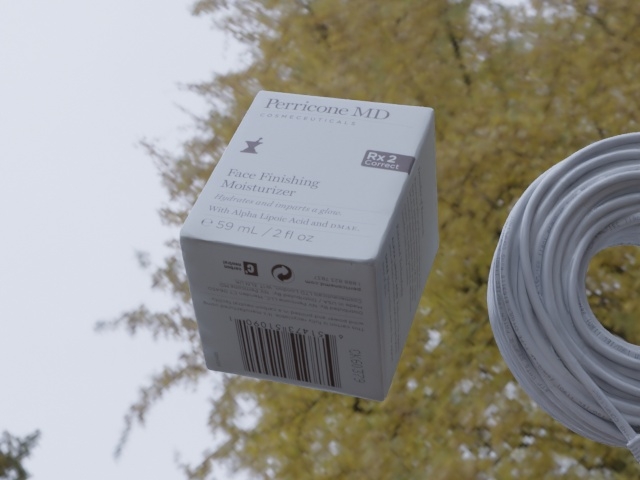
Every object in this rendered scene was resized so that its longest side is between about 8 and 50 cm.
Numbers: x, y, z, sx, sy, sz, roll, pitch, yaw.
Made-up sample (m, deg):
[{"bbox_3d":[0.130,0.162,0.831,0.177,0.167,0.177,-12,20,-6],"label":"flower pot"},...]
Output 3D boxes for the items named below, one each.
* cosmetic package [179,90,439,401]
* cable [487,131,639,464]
[{"bbox_3d":[0.000,0.000,0.955,0.184,0.151,0.151,-67,-21,-44],"label":"cosmetic package"},{"bbox_3d":[0.268,0.044,1.005,0.257,0.257,0.089,-47,-9,-13],"label":"cable"}]
